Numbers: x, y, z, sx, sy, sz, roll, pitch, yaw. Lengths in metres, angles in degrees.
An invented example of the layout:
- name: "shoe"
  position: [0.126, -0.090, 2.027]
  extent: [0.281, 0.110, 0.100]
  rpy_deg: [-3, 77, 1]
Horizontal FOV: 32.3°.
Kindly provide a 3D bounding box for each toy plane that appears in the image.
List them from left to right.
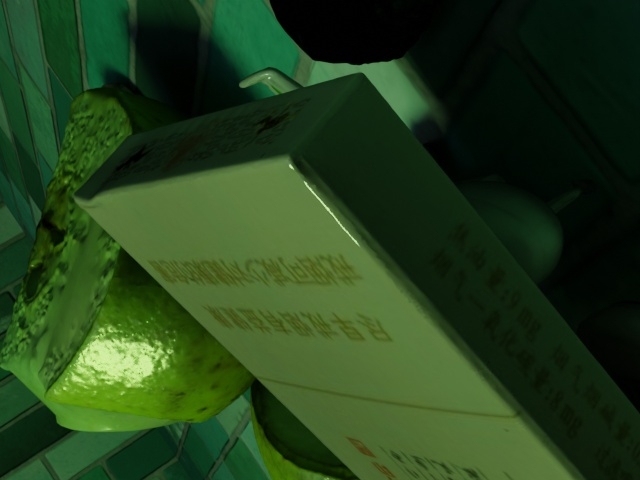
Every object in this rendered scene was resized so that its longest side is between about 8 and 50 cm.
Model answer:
- name: "toy plane"
  position: [0.058, 0.002, 0.575]
  extent: [0.251, 0.101, 0.255]
  rpy_deg: [59, 158, -6]

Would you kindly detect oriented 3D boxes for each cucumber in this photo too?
- name: "cucumber"
  position: [0.006, -0.151, 0.490]
  extent: [0.115, 0.086, 0.193]
  rpy_deg: [49, 167, 18]

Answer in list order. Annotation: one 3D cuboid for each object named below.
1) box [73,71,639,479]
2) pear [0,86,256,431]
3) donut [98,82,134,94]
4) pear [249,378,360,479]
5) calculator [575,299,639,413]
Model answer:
- name: "box"
  position: [0.061, 0.085, 0.512]
  extent: [0.365, 0.051, 0.204]
  rpy_deg: [48, 155, -22]
- name: "pear"
  position: [-0.122, 0.023, 0.896]
  extent: [0.176, 0.286, 0.282]
  rpy_deg: [17, 173, -27]
- name: "donut"
  position: [-0.213, -0.106, 1.149]
  extent: [0.108, 0.065, 0.166]
  rpy_deg: [60, 162, -8]
- name: "pear"
  position: [0.053, 0.204, 0.900]
  extent: [0.288, 0.139, 0.239]
  rpy_deg: [34, 160, 53]
- name: "calculator"
  position: [0.182, 0.104, 0.528]
  extent: [0.175, 0.032, 0.100]
  rpy_deg: [61, 162, -14]
